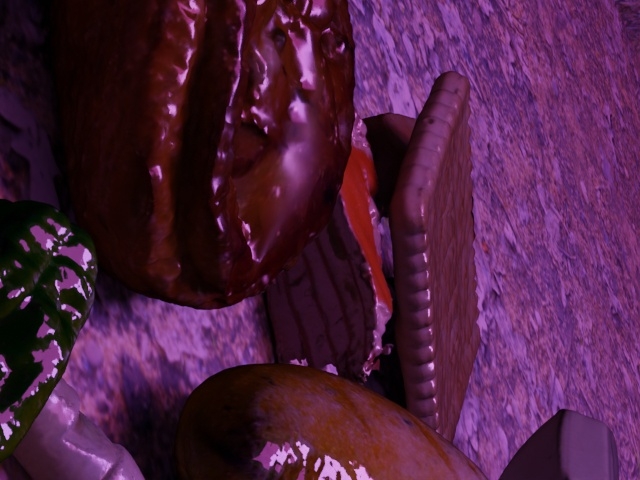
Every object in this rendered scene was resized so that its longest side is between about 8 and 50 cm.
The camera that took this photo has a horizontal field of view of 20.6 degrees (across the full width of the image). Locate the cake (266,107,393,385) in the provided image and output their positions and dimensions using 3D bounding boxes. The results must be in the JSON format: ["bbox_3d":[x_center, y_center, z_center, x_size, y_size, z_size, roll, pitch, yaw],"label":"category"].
[{"bbox_3d":[0.006,-0.002,1.379,0.135,0.098,0.287,42,36,-57],"label":"cake"}]

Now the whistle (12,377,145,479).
[{"bbox_3d":[-0.107,0.170,0.981,0.258,0.067,0.126,59,10,-26],"label":"whistle"}]

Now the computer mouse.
[{"bbox_3d":[0.218,0.357,1.622,0.228,0.145,0.429,-66,149,-72],"label":"computer mouse"}]

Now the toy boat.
[{"bbox_3d":[0.089,-0.061,1.673,0.108,0.099,0.293,52,13,19],"label":"toy boat"}]

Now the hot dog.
[{"bbox_3d":[-0.084,-0.149,1.133,0.267,0.174,0.387,38,39,-63],"label":"hot dog"}]

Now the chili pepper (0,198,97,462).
[{"bbox_3d":[-0.182,0.066,0.836,0.099,0.083,0.253,65,26,-20],"label":"chili pepper"}]

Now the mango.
[{"bbox_3d":[0.011,0.186,1.169,0.329,0.175,0.176,39,-4,-33],"label":"mango"}]

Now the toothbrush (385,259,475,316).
[{"bbox_3d":[0.065,0.055,1.603,0.042,0.040,0.418,55,22,6],"label":"toothbrush"}]

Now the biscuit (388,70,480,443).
[{"bbox_3d":[0.101,0.035,1.547,0.217,0.044,0.325,-67,157,-47],"label":"biscuit"}]
